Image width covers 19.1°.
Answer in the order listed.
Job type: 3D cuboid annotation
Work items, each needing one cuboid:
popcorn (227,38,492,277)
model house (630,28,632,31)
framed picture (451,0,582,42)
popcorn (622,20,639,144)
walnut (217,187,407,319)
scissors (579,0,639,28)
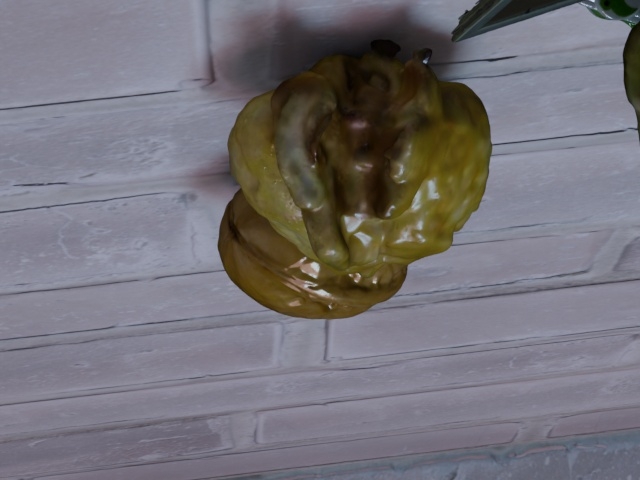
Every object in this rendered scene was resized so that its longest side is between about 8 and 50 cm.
[{"bbox_3d":[0.030,-0.070,1.593,0.190,0.191,0.253,22,176,31],"label":"popcorn"},{"bbox_3d":[0.286,-0.184,1.533,0.083,0.057,0.058,11,116,-40],"label":"model house"},{"bbox_3d":[0.252,-0.225,1.312,0.293,0.018,0.231,-20,170,-31],"label":"framed picture"},{"bbox_3d":[0.323,-0.125,1.351,0.212,0.259,0.259,38,142,-20],"label":"popcorn"},{"bbox_3d":[0.000,0.000,1.835,0.206,0.159,0.159,12,154,-34],"label":"walnut"},{"bbox_3d":[0.227,-0.188,1.459,0.204,0.101,0.027,15,-179,-20],"label":"scissors"}]
